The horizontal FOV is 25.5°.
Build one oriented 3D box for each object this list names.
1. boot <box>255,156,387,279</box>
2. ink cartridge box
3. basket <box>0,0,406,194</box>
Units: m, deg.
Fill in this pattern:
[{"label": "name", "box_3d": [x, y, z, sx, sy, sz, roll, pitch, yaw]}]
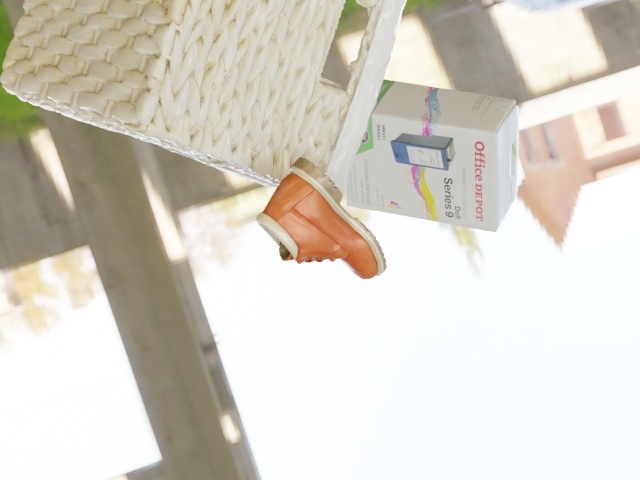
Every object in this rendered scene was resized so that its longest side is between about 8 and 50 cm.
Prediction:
[{"label": "boot", "box_3d": [0.000, 0.000, 1.369, 0.084, 0.158, 0.059, -51, -145, -12]}, {"label": "ink cartridge box", "box_3d": [0.139, -0.111, 1.801, 0.212, 0.154, 0.093, 11, -141, 20]}, {"label": "basket", "box_3d": [-0.119, -0.248, 1.476, 0.266, 0.328, 0.331, 16, -177, -40]}]
